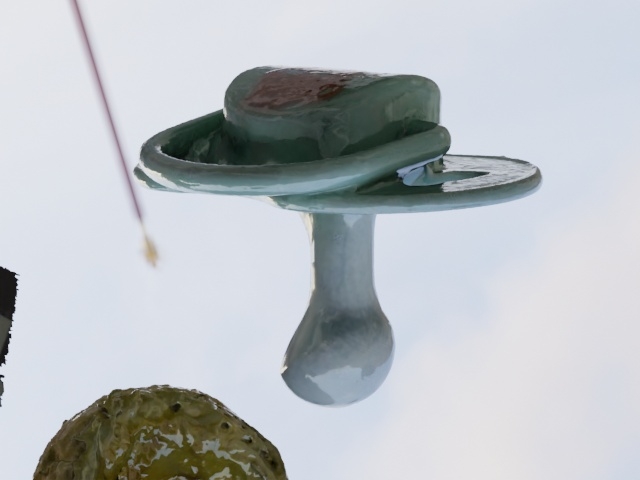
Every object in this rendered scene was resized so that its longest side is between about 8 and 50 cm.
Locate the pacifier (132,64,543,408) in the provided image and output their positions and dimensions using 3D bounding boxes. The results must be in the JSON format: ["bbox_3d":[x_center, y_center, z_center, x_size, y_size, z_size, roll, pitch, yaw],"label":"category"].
[{"bbox_3d":[0.000,0.000,1.430,0.288,0.269,0.343,-8,-170,-42],"label":"pacifier"}]

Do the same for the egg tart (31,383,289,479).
[{"bbox_3d":[-0.116,0.251,1.476,0.118,0.288,0.288,-39,-170,42],"label":"egg tart"}]

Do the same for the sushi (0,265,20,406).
[{"bbox_3d":[-0.256,0.053,0.888,0.210,0.040,0.192,23,-139,-22],"label":"sushi"}]
